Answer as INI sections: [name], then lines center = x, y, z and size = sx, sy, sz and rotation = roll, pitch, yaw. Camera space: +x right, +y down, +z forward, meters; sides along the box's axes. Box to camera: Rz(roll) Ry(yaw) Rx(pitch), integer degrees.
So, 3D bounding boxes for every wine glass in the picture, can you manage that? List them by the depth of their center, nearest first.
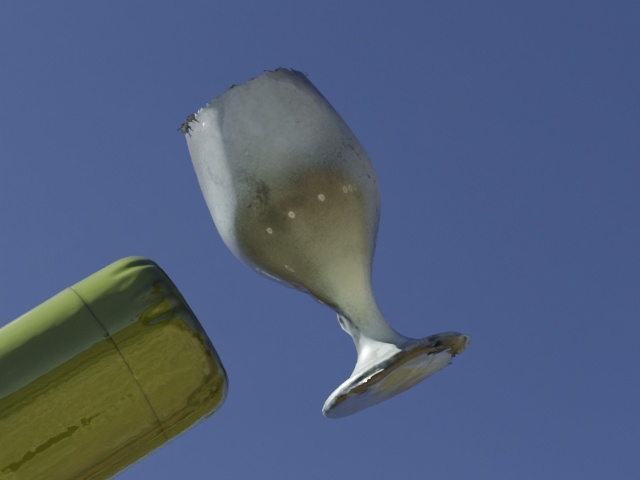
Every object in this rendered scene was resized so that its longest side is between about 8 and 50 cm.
[wine glass]
center = 0.000, 0.000, 1.200
size = 0.126, 0.241, 0.126
rotation = -25, -16, -8

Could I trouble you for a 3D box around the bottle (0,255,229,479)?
[bottle]
center = -0.186, 0.116, 0.978
size = 0.260, 0.112, 0.112
rotation = -32, -38, -13
